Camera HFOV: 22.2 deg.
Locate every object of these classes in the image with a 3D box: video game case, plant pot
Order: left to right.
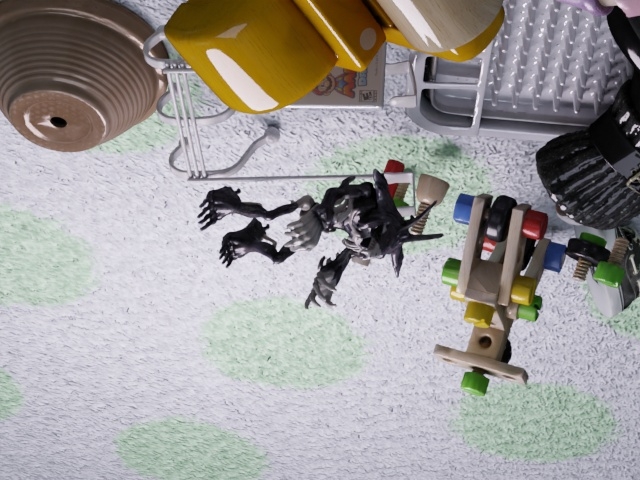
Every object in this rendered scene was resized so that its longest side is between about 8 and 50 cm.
[{"bbox_3d":[-0.304,-0.183,1.963,0.237,0.110,0.237,4,145,3],"label":"plant pot"},{"bbox_3d":[0.002,-0.219,1.819,0.143,0.157,0.019,1,163,7],"label":"video game case"}]

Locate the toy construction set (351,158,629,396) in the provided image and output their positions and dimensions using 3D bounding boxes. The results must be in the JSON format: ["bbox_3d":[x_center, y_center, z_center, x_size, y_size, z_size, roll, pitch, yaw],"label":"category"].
[{"bbox_3d":[0.183,0.062,2.073,0.308,0.237,0.257,22,174,-7],"label":"toy construction set"}]

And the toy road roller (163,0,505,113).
[{"bbox_3d":[-0.004,-0.242,1.645,0.329,0.241,0.202,21,162,44],"label":"toy road roller"}]

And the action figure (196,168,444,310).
[{"bbox_3d":[0.000,0.000,1.942,0.275,0.141,0.164,2,134,23],"label":"action figure"}]

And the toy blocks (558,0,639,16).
[{"bbox_3d":[0.263,-0.386,1.458,0.260,0.309,0.289,-3,132,36],"label":"toy blocks"}]

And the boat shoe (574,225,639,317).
[{"bbox_3d":[0.388,0.012,2.168,0.070,0.078,0.219,-29,140,-9],"label":"boat shoe"}]

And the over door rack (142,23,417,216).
[{"bbox_3d":[-0.034,-0.154,1.949,0.324,0.108,0.239,9,148,10],"label":"over door rack"}]

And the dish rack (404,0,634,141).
[{"bbox_3d":[0.268,-0.222,1.843,0.332,0.072,0.285,6,145,2],"label":"dish rack"}]

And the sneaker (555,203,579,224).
[{"bbox_3d":[0.424,-0.076,1.995,0.123,0.106,0.290,34,135,-31],"label":"sneaker"}]

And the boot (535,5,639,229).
[{"bbox_3d":[0.334,-0.141,1.776,0.260,0.131,0.348,-20,138,32],"label":"boot"}]
